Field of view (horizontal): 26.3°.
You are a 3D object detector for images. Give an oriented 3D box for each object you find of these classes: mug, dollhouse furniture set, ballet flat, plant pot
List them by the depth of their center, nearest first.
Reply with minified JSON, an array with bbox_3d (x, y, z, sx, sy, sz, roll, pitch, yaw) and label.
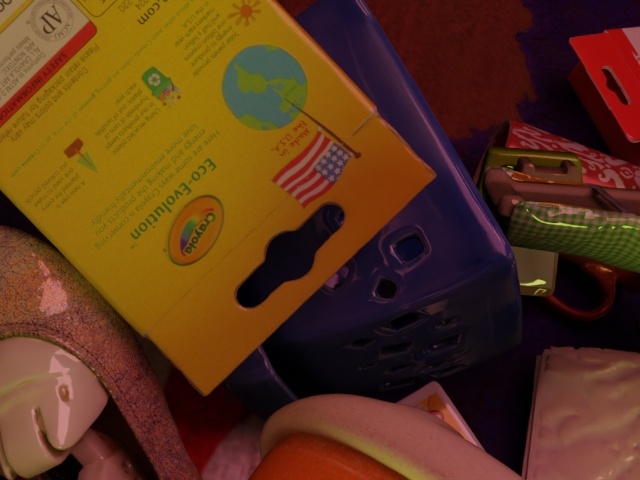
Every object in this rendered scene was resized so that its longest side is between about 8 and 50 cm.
[{"bbox_3d":[-0.140,0.136,0.855,0.316,0.107,0.106,57,26,-13],"label":"ballet flat"},{"bbox_3d":[0.000,0.000,0.991,0.212,0.236,0.236,-29,70,1],"label":"plant pot"},{"bbox_3d":[0.215,0.026,1.036,0.197,0.151,0.301,4,11,2],"label":"dollhouse furniture set"},{"bbox_3d":[0.223,-0.023,1.217,0.169,0.113,0.150,24,49,-6],"label":"mug"}]

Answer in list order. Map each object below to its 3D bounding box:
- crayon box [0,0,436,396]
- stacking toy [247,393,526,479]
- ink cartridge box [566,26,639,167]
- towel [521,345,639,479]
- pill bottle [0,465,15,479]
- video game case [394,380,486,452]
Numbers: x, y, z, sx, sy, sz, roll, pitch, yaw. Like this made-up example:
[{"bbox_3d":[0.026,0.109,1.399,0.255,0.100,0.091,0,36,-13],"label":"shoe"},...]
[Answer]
[{"bbox_3d":[-0.109,-0.086,0.846,0.202,0.081,0.318,-43,90,4],"label":"crayon box"},{"bbox_3d":[-0.039,0.346,0.695,0.350,0.350,0.480,44,68,8],"label":"stacking toy"},{"bbox_3d":[0.346,-0.143,1.379,0.231,0.078,0.134,-10,62,-31],"label":"ink cartridge box"},{"bbox_3d":[0.314,0.224,1.031,0.332,0.053,0.317,4,52,14],"label":"towel"},{"bbox_3d":[-0.243,0.186,0.840,0.108,0.108,0.193,9,54,-21],"label":"pill bottle"},{"bbox_3d":[0.059,0.243,0.961,0.206,0.026,0.227,-29,72,-16],"label":"video game case"}]
